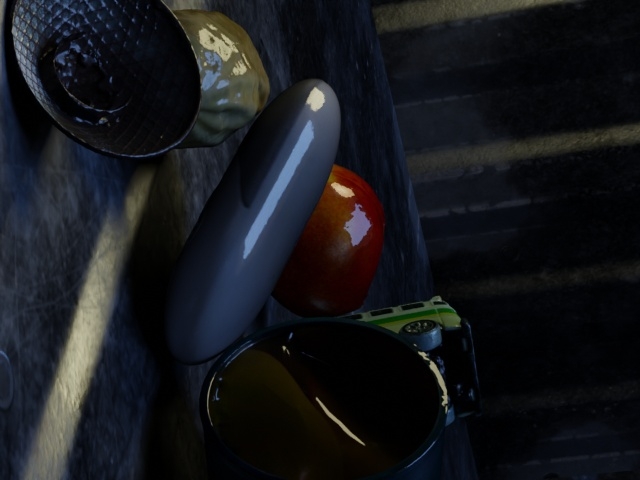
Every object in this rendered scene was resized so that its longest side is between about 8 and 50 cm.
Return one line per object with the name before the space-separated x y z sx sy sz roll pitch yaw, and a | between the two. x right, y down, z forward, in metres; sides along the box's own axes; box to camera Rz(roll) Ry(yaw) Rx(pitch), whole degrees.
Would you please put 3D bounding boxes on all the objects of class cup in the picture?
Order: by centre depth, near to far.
cup | 0.009 0.284 1.534 0.308 0.242 0.292 -107 -167 -50

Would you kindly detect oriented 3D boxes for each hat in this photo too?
hat | -0.203 -0.144 1.325 0.193 0.082 0.193 19 56 -32

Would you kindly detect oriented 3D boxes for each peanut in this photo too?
peanut | -0.128 -0.167 1.551 0.313 0.149 0.149 -61 142 -80

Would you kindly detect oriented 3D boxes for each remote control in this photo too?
remote control | -0.069 -0.020 1.571 0.332 0.103 0.221 -61 179 -19

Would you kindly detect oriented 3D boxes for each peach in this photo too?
peach | 0.000 0.000 1.963 0.192 0.190 0.190 52 26 -31

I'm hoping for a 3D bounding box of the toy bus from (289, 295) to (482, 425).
toy bus | 0.051 0.163 1.896 0.165 0.276 0.134 -102 -178 -72
